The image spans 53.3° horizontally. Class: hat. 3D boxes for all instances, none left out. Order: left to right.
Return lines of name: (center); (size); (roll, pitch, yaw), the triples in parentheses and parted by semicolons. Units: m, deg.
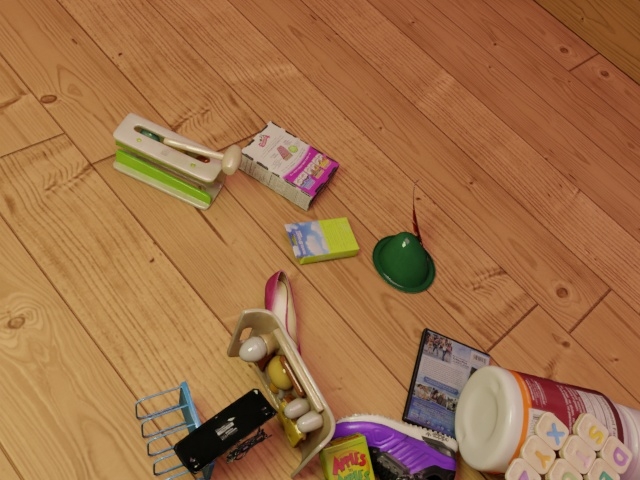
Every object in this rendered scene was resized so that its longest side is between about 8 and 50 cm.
hat: (0.236, 0.004, 1.634); (0.173, 0.184, 0.208); (-32, 71, -33)

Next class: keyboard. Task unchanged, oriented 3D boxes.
keyboard: (-0.168, 0.366, 1.186); (0.192, 0.038, 0.100); (-32, 56, -22)

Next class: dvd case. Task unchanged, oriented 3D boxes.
dvd case: (0.303, 0.347, 1.517); (0.180, 0.022, 0.253); (23, 53, -1)

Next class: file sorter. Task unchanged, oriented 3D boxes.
file sorter: (-0.284, 0.386, 1.235); (0.104, 0.118, 0.170); (-16, 62, -23)

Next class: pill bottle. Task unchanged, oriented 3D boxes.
pill bottle: (0.517, 0.422, 1.399); (0.392, 0.224, 0.224); (16, 52, -15)

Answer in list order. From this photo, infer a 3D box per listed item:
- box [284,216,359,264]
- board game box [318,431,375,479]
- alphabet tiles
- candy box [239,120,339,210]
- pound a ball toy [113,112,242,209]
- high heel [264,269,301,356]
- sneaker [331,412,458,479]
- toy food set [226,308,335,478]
box: (0.000, 0.000, 1.647); (0.178, 0.042, 0.109); (-8, 58, -23)
board game box: (0.061, 0.487, 1.269); (0.092, 0.043, 0.181); (-12, 88, -18)
alphabet tiles: (0.499, 0.486, 1.245); (0.278, 0.021, 0.284); (44, 68, -4)
candy box: (-0.088, -0.205, 1.745); (0.233, 0.071, 0.159); (33, 53, 5)
pound a ball toy: (-0.343, -0.221, 1.585); (0.319, 0.208, 0.136); (24, 52, 0)
high heel: (-0.079, 0.191, 1.439); (0.082, 0.117, 0.244); (2, 55, -17)
sneaker: (0.153, 0.461, 1.335); (0.293, 0.102, 0.146); (16, 53, -8)
toy food set: (-0.095, 0.310, 1.285); (0.092, 0.220, 0.306); (-18, 64, -28)
